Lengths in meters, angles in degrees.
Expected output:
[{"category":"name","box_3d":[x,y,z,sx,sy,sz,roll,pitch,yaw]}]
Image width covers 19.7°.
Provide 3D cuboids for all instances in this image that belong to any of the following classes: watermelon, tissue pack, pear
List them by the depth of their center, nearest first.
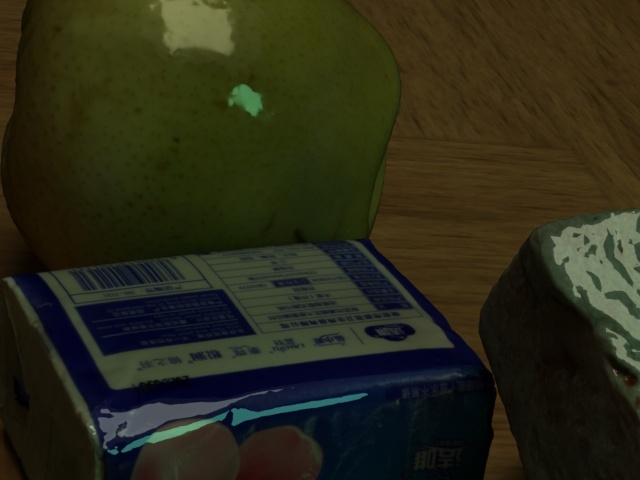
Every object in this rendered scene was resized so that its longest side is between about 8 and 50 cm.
[{"category":"watermelon","box_3d":[0.199,0.090,1.069,0.228,0.258,0.387,-31,12,4]},{"category":"tissue pack","box_3d":[-0.052,0.102,1.170,0.269,0.137,0.209,-7,33,-26]},{"category":"pear","box_3d":[-0.086,-0.083,1.350,0.309,0.309,0.309,8,26,-4]}]
